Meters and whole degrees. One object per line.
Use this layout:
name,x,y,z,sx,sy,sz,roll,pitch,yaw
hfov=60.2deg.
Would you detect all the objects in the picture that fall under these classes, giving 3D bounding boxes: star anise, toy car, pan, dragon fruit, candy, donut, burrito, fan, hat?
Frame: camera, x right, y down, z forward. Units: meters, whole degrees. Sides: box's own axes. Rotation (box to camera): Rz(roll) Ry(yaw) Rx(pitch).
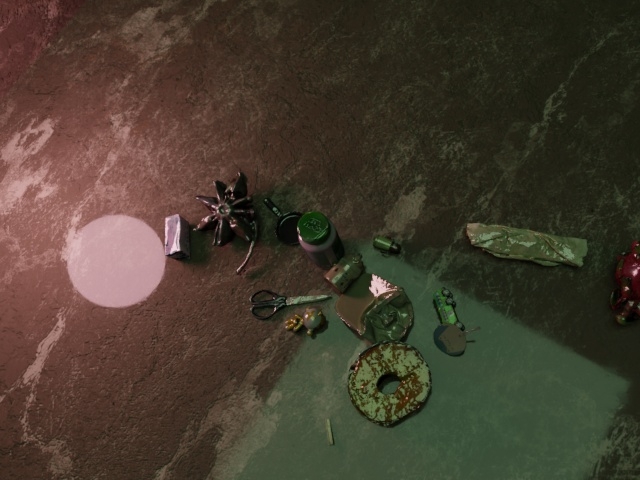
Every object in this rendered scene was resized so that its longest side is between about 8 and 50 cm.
star anise,-0.347,-0.085,2.103,0.316,0.139,0.359,23,90,27
toy car,0.427,0.238,1.839,0.062,0.071,0.165,-23,67,14
pan,-0.136,-0.079,2.098,0.136,0.028,0.235,-41,70,-7
dragon fruit,1.014,0.119,1.712,0.198,0.272,0.218,-15,50,-44
candy,-0.550,-0.010,2.121,0.073,0.092,0.160,-12,69,13
donut,0.224,0.460,1.778,0.272,0.107,0.272,-6,66,14
burrito,0.689,0.016,1.868,0.392,0.076,0.117,10,72,15
fan,0.442,0.309,1.780,0.175,0.005,0.113,-33,85,39
hat,0.190,0.238,1.891,0.214,0.149,0.245,-45,30,-8

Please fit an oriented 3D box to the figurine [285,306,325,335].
figurine,-0.054,0.277,1.926,0.143,0.068,0.101,4,61,31

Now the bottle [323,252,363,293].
bottle,0.092,0.106,1.945,0.099,0.099,0.152,38,78,22

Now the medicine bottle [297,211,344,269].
medicine bottle,0.000,0.000,1.906,0.133,0.274,0.133,-4,69,10

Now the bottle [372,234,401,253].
bottle,0.240,0.019,1.977,0.101,0.047,0.063,22,102,14

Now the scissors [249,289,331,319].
scissors,-0.108,0.217,1.981,0.300,0.022,0.109,-8,71,7

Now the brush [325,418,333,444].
brush,0.029,0.623,1.797,0.016,0.013,0.083,-11,60,2
